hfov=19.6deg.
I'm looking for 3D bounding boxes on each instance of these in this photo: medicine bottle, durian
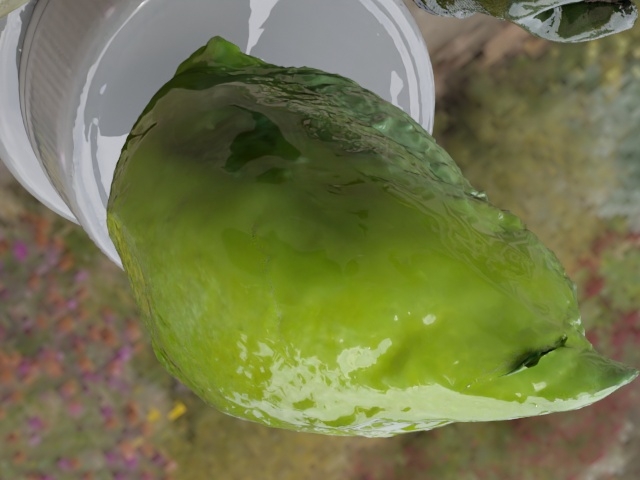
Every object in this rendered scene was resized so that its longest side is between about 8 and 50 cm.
[{"bbox_3d":[-0.088,-0.114,0.958,0.208,0.208,0.339,-38,-149,-3],"label":"medicine bottle"},{"bbox_3d":[0.000,0.000,0.668,0.139,0.101,0.250,-24,-147,-12],"label":"durian"}]

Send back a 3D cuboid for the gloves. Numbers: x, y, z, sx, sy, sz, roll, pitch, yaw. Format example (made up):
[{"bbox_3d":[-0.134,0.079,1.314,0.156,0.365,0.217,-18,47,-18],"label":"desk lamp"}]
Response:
[{"bbox_3d":[0.161,-0.210,1.377,0.107,0.135,0.268,-28,-165,-37],"label":"gloves"}]

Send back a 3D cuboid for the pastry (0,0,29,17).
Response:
[{"bbox_3d":[-0.130,-0.096,0.484,0.156,0.092,0.156,-15,-158,6],"label":"pastry"}]
